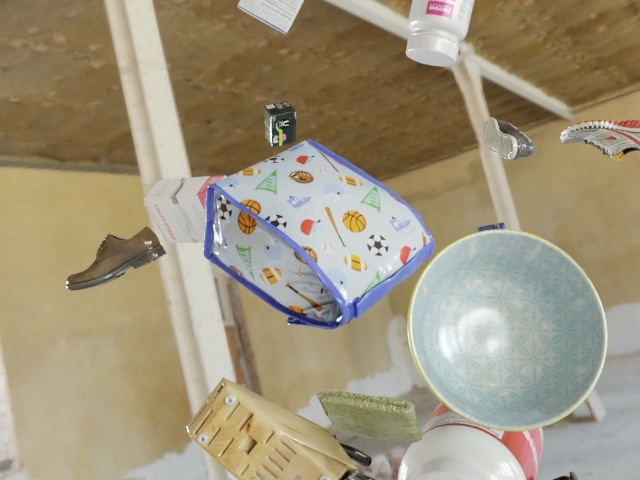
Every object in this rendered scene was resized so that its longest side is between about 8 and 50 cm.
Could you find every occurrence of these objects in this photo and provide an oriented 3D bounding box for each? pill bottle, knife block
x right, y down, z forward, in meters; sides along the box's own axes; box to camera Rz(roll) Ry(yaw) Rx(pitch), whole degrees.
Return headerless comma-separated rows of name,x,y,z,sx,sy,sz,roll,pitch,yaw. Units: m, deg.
pill bottle,0.276,0.424,1.329,0.229,0.229,0.407,-16,1,24
pill bottle,0.321,-0.618,1.908,0.160,0.283,0.160,12,-1,0
knife block,-0.029,0.307,1.032,0.088,0.275,0.242,-53,-13,2

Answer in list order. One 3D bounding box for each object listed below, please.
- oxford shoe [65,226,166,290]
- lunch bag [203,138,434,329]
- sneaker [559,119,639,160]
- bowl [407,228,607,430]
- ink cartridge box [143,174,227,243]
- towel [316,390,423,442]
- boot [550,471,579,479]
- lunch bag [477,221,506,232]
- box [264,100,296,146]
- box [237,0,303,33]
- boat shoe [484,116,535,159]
oxford shoe,-0.455,0.038,1.564,0.227,0.096,0.083,-27,4,-1
lunch bag,0.000,0.000,1.507,0.328,0.385,0.239,-35,-35,-40
sneaker,0.677,-0.235,1.700,0.225,0.093,0.088,7,4,33
bowl,0.267,0.142,1.100,0.289,0.290,0.156,-13,-15,-3
ink cartridge box,-0.322,-0.078,1.866,0.217,0.159,0.092,-2,40,25
towel,0.074,0.260,1.071,0.148,0.027,0.110,3,-40,21
boot,0.485,0.578,1.493,0.229,0.091,0.263,23,-67,-32
lunch bag,0.372,0.014,1.515,0.065,0.098,0.067,-14,-16,10
box,-0.092,-0.265,1.647,0.062,0.052,0.083,-15,-48,-18
box,-0.100,-0.553,1.613,0.126,0.137,0.072,27,9,-10
boat shoe,0.446,-0.241,1.720,0.065,0.075,0.206,0,25,-8
